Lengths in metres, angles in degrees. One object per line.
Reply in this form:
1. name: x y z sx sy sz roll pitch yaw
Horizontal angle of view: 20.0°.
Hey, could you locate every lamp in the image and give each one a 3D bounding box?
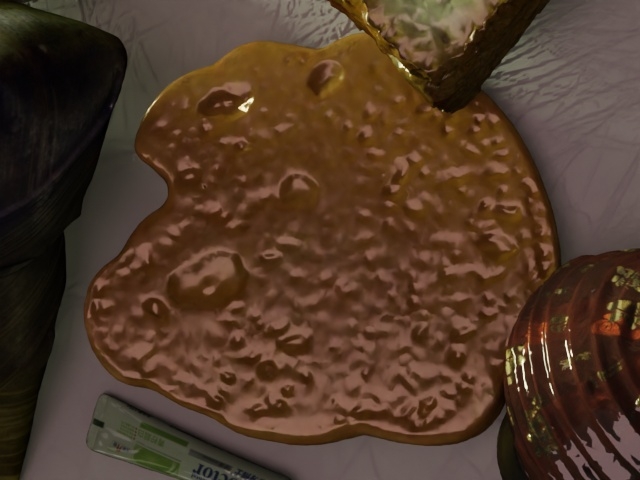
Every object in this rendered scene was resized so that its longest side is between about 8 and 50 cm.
1. lamp: 0.237 0.110 1.221 0.247 0.247 0.247 1 93 16

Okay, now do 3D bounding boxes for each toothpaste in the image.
1. toothpaste: -0.095 0.174 1.421 0.197 0.029 0.048 20 97 17

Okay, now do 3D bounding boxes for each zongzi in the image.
1. zongzi: -0.359 -0.039 1.425 0.403 0.208 0.432 31 131 25

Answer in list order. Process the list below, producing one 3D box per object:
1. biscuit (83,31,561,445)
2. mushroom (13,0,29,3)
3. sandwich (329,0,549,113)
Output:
1. biscuit: 0.000 0.000 1.343 0.351 0.057 0.312 -4 79 7
2. mushroom: -0.315 -0.279 1.425 0.351 0.097 0.109 26 132 17
3. sandwich: 0.108 -0.291 1.272 0.325 0.131 0.262 -45 79 7
